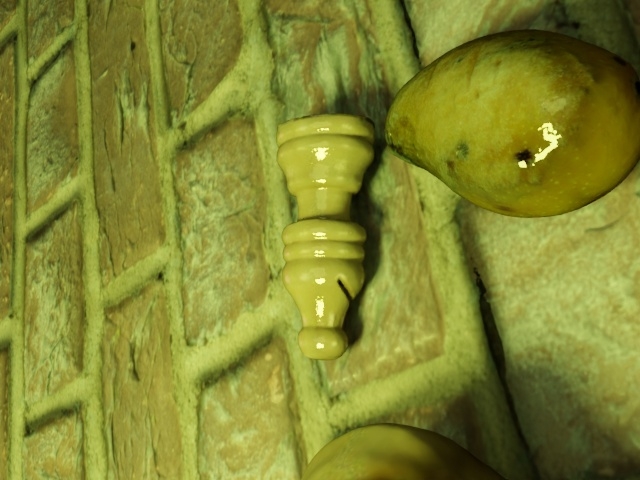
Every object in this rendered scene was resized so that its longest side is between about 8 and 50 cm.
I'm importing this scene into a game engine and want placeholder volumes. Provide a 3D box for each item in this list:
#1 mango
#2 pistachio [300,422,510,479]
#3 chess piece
[{"bbox_3d":[0.197,-0.129,0.831,0.177,0.175,0.329,-35,26,-9],"label":"mango"},{"bbox_3d":[0.095,0.383,0.679,0.365,0.282,0.445,-13,86,49],"label":"pistachio"},{"bbox_3d":[0.000,0.000,1.003,0.139,0.124,0.307,0,78,12],"label":"chess piece"}]
